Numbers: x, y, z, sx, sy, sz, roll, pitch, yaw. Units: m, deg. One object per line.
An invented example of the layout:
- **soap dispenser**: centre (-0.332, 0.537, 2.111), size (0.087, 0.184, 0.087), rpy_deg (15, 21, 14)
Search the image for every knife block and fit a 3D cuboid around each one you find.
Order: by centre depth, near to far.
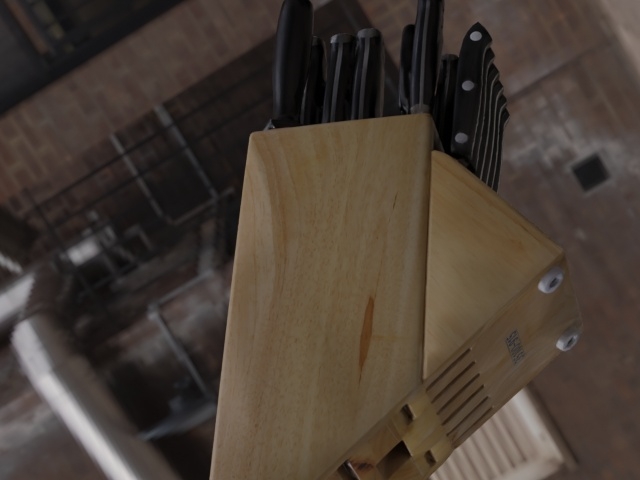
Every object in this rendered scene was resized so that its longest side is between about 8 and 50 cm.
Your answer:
- **knife block**: centre (0.000, 0.000, 0.712), size (0.242, 0.275, 0.088), rpy_deg (42, 169, 33)
